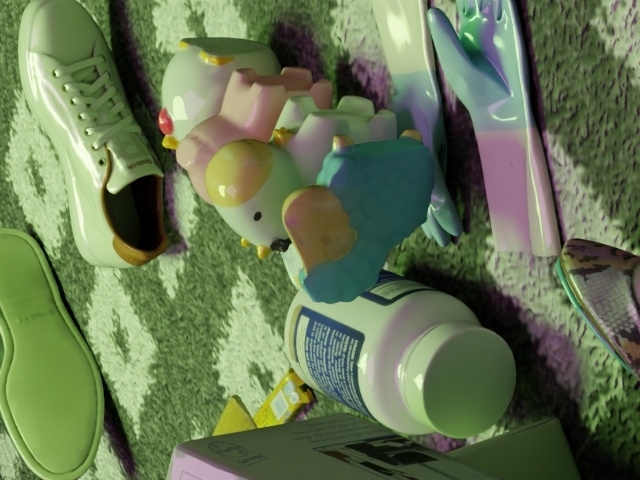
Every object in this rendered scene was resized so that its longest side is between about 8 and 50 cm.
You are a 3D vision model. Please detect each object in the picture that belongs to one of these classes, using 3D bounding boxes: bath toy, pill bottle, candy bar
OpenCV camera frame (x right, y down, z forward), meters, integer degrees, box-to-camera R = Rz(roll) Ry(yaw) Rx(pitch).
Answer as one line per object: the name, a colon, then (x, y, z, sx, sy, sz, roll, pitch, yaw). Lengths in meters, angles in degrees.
bath toy: (-0.044, -0.066, 1.495, 0.348, 0.151, 0.129, -140, 51, -59)
pill bottle: (0.062, 0.087, 1.434, 0.186, 0.112, 0.112, 22, 122, 58)
candy bar: (-0.043, 0.167, 1.776, 0.040, 0.018, 0.161, 62, 150, 18)

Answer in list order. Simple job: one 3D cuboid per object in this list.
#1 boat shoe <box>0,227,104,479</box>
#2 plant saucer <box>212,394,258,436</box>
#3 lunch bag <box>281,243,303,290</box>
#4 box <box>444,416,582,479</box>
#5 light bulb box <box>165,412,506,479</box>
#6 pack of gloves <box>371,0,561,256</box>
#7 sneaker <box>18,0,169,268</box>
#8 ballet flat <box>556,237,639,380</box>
boat shoe: (-0.348, 0.154, 2.232, 0.340, 0.127, 0.113, 63, 152, 25)
plant saucer: (-0.001, 0.337, 1.572, 0.333, 0.081, 0.333, 57, 173, 30)
lunch bag: (0.000, 0.000, 1.576, 0.071, 0.053, 0.083, 123, 137, -53)
box: (0.148, 0.302, 1.367, 0.148, 0.121, 0.311, -34, 73, 62)
light bulb box: (0.066, 0.341, 1.187, 0.361, 0.225, 0.358, 20, 102, 29)
pack of gloves: (0.085, -0.100, 1.371, 0.195, 0.046, 0.232, 2, 105, 61)
sneaker: (-0.212, -0.113, 1.887, 0.123, 0.106, 0.290, 1, 112, 53)
ballet flat: (0.233, 0.077, 1.164, 0.079, 0.077, 0.221, -44, 68, 39)
